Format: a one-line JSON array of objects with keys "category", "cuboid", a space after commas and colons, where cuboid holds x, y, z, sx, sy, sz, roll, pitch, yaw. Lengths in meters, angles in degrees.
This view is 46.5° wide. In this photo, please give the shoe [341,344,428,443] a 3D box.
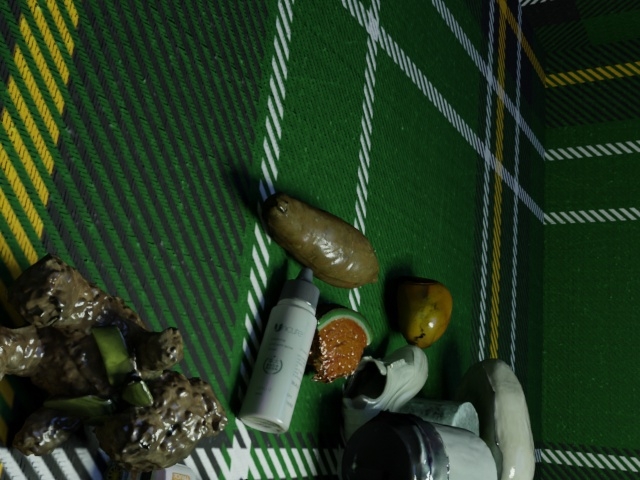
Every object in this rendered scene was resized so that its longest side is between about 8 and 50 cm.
[{"category": "shoe", "cuboid": [0.131, 0.301, 1.642, 0.316, 0.124, 0.159, -51, 129, -45]}]

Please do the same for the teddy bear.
[{"category": "teddy bear", "cuboid": [-0.265, 0.173, 0.863, 0.222, 0.246, 0.296, 53, 4, 18]}]

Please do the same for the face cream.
[{"category": "face cream", "cuboid": [-0.061, 0.184, 1.339, 0.092, 0.092, 0.311, 52, 45, -46]}]

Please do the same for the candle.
[{"category": "candle", "cuboid": [0.220, 0.469, 1.501, 0.343, 0.221, 0.221, 19, 70, -40]}]

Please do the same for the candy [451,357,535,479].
[{"category": "candy", "cuboid": [0.454, 0.525, 1.987, 0.386, 0.186, 0.426, 120, -24, -61]}]

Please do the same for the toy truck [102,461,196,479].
[{"category": "toy truck", "cuboid": [-0.234, 0.402, 0.988, 0.098, 0.114, 0.226, 39, 54, -53]}]

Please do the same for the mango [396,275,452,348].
[{"category": "mango", "cuboid": [0.254, 0.180, 1.825, 0.236, 0.136, 0.166, -20, 112, -78]}]

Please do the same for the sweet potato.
[{"category": "sweet potato", "cuboid": [-0.005, -0.003, 1.417, 0.423, 0.131, 0.130, 38, 55, -53]}]

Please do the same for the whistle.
[{"category": "whistle", "cuboid": [0.252, 0.531, 1.792, 0.404, 0.168, 0.188, -55, 133, -41]}]

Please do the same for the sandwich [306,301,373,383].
[{"category": "sandwich", "cuboid": [0.025, 0.200, 1.517, 0.235, 0.079, 0.159, -1, 99, -57]}]

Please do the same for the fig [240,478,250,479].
[{"category": "fig", "cuboid": [-0.127, 0.446, 1.173, 0.201, 0.134, 0.146, 1, 96, -69]}]
